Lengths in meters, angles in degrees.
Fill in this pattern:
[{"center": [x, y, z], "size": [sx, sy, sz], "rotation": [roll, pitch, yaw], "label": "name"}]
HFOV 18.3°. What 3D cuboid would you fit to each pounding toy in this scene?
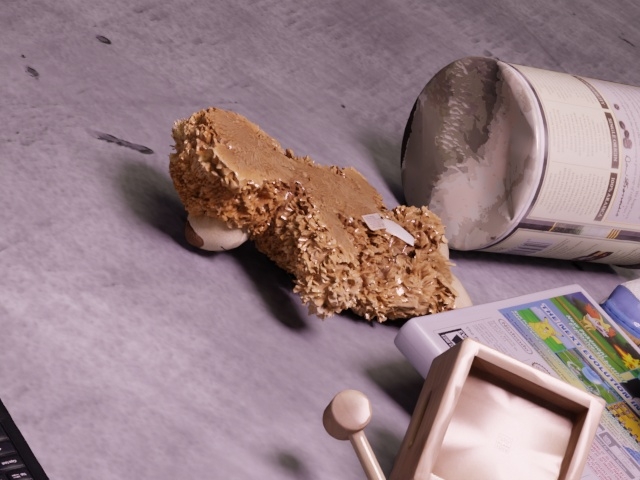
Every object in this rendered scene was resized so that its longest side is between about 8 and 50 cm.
[{"center": [0.091, 0.174, 1.569], "size": [0.206, 0.094, 0.181], "rotation": [25, 69, -8], "label": "pounding toy"}]

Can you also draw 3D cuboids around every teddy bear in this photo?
[{"center": [0.000, 0.000, 1.836], "size": [0.338, 0.113, 0.245], "rotation": [17, 33, -41], "label": "teddy bear"}]

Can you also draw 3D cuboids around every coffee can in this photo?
[{"center": [0.252, -0.079, 2.109], "size": [0.275, 0.202, 0.201], "rotation": [6, 33, -40], "label": "coffee can"}]

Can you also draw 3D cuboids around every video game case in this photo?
[{"center": [0.254, 0.178, 1.763], "size": [0.329, 0.036, 0.300], "rotation": [49, 30, 22], "label": "video game case"}]

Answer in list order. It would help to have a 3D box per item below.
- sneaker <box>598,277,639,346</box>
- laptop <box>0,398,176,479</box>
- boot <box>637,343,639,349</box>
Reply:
[{"center": [0.409, 0.048, 2.117], "size": [0.296, 0.131, 0.112], "rotation": [-5, 42, -48], "label": "sneaker"}, {"center": [-0.255, 0.129, 1.184], "size": [0.234, 0.137, 0.264], "rotation": [-8, 41, -32], "label": "laptop"}, {"center": [0.425, 0.160, 1.982], "size": [0.236, 0.085, 0.178], "rotation": [-2, 42, -48], "label": "boot"}]
